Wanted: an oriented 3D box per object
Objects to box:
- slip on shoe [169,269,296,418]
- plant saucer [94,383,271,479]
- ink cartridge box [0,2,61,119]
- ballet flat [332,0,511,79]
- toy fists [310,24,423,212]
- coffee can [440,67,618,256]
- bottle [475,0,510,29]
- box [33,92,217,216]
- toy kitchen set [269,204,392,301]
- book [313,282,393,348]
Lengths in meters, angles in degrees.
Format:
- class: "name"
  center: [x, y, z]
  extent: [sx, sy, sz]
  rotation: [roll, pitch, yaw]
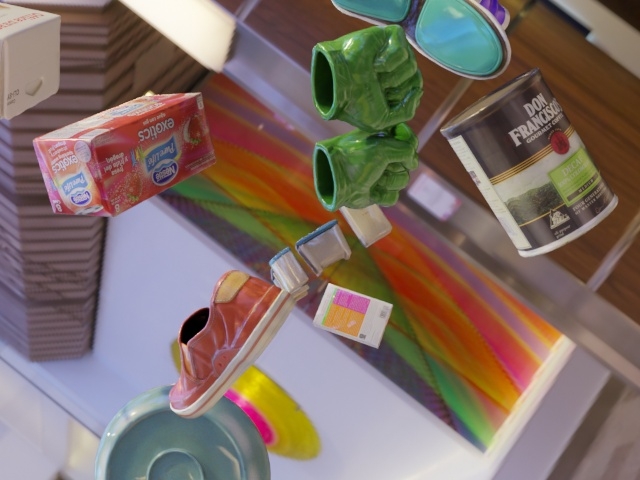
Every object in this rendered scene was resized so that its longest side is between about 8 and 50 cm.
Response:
- class: "slip on shoe"
  center: [-0.138, 0.137, 1.109]
  extent: [0.123, 0.101, 0.331]
  rotation: [-55, 3, -38]
- class: "plant saucer"
  center: [-0.246, 0.410, 1.469]
  extent: [0.317, 0.317, 0.044]
  rotation: [-52, -5, 3]
- class: "ink cartridge box"
  center: [-0.730, -0.373, 1.626]
  extent: [0.279, 0.384, 0.160]
  rotation: [-76, -3, -66]
- class: "ballet flat"
  center: [0.202, -0.432, 1.622]
  extent: [0.139, 0.400, 0.139]
  rotation: [-47, -25, -29]
- class: "toy fists"
  center: [0.071, -0.159, 1.157]
  extent: [0.142, 0.096, 0.279]
  rotation: [-19, -49, -20]
- class: "coffee can"
  center: [0.372, -0.138, 1.518]
  extent: [0.201, 0.275, 0.201]
  rotation: [-33, 7, 5]
- class: "bottle"
  center: [0.299, -0.518, 1.812]
  extent: [0.283, 0.092, 0.118]
  rotation: [13, -46, -42]
- class: "box"
  center: [-0.292, -0.137, 1.305]
  extent: [0.257, 0.128, 0.123]
  rotation: [-39, -55, -51]
- class: "toy kitchen set"
  center: [0.000, 0.000, 1.494]
  extent: [0.207, 0.122, 0.166]
  rotation: [-31, -11, -9]
- class: "book"
  center: [0.069, 0.157, 1.781]
  extent: [0.035, 0.144, 0.096]
  rotation: [69, -139, -71]
